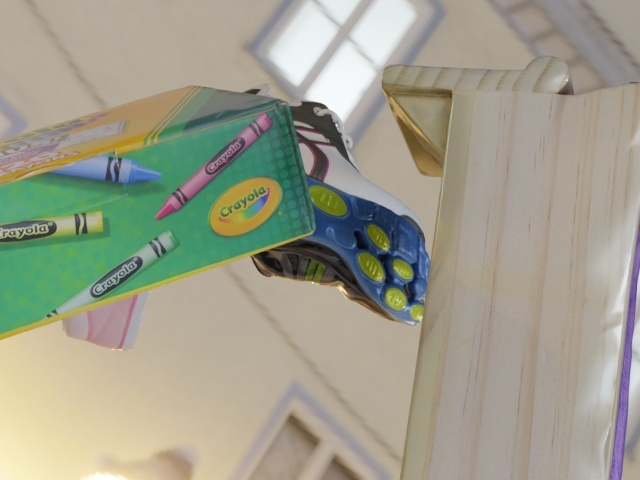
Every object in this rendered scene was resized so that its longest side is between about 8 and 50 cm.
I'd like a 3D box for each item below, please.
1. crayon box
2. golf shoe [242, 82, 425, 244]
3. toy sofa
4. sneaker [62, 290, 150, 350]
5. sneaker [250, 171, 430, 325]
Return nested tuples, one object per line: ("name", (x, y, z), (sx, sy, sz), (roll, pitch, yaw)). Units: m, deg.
("crayon box", (-0.163, -0.009, 0.907), (0.165, 0.278, 0.081), (19, -54, 66))
("golf shoe", (-0.007, -0.062, 1.350), (0.273, 0.120, 0.105), (26, -27, 37))
("toy sofa", (0.110, 0.081, 0.973), (0.177, 0.362, 0.150), (3, -20, 15))
("sneaker", (-0.169, 0.025, 1.271), (0.070, 0.051, 0.134), (9, -63, -17))
("sneaker", (0.000, 0.000, 1.130), (0.188, 0.067, 0.078), (29, -25, -21))
